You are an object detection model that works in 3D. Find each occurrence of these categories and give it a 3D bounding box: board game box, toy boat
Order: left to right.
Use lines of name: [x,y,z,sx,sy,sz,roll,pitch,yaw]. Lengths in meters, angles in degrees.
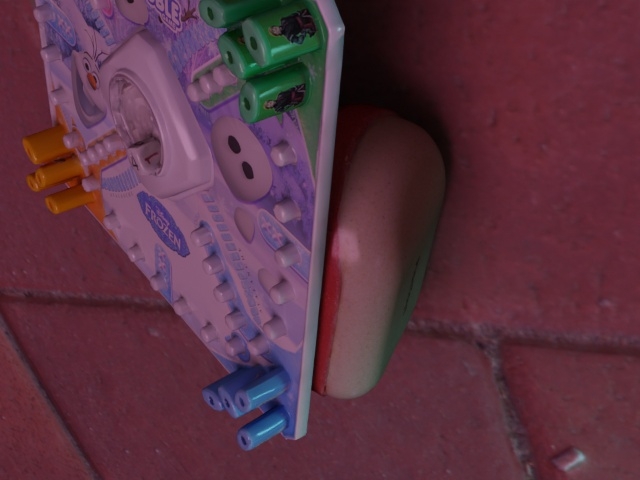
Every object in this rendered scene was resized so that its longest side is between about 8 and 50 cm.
board game box: [-0.135,-0.086,0.774,0.390,0.050,0.389,44,146,33]
toy boat: [0.000,0.000,0.782,0.151,0.151,0.231,20,136,12]
